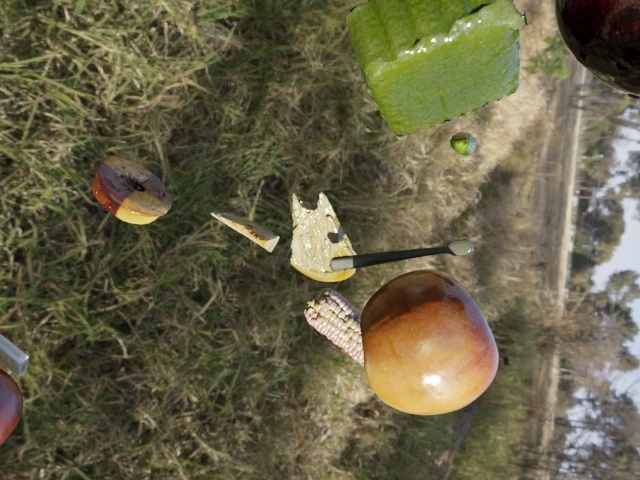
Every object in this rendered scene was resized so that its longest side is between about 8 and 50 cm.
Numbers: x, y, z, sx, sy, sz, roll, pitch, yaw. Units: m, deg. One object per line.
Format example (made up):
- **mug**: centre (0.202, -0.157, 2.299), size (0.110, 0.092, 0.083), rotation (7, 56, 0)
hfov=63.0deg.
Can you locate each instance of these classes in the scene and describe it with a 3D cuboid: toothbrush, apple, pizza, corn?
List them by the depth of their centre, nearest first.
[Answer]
- **apple**: centre (0.180, 0.180, 0.927), size (0.253, 0.254, 0.253), rotation (5, 90, -70)
- **toothbrush**: centre (0.146, 0.030, 1.003), size (0.031, 0.297, 0.030), rotation (7, 76, -58)
- **apple**: centre (-0.786, 0.377, 1.137), size (0.234, 0.234, 0.234), rotation (5, 90, -70)
- **pizza**: centre (0.000, 0.000, 1.169), size (0.034, 0.181, 0.262), rotation (-51, 147, -40)
- **corn**: centre (0.102, 0.267, 1.469), size (0.126, 0.335, 0.126), rotation (-50, 179, -1)

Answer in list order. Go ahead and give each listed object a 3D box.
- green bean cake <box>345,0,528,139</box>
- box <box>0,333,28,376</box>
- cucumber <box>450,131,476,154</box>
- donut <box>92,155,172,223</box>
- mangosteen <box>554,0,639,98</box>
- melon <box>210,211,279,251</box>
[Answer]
- **green bean cake**: centre (0.188, -0.309, 0.852), size (0.250, 0.247, 0.156), rotation (35, 39, -63)
- **box**: centre (-0.799, 0.235, 1.256), size (0.032, 0.220, 0.122), rotation (-51, -176, -40)
- **cucumber**: centre (0.330, -0.223, 1.208), size (0.250, 0.056, 0.056), rotation (-21, 114, -70)
- **donut**: centre (-0.445, -0.112, 1.227), size (0.184, 0.073, 0.166), rotation (35, 33, -23)
- **mangosteen**: centre (0.534, -0.416, 0.734), size (0.382, 0.382, 0.435), rotation (-60, 149, -49)
- **melon**: centre (-0.205, -0.030, 1.403), size (0.054, 0.182, 0.098), rotation (-62, 164, 7)
